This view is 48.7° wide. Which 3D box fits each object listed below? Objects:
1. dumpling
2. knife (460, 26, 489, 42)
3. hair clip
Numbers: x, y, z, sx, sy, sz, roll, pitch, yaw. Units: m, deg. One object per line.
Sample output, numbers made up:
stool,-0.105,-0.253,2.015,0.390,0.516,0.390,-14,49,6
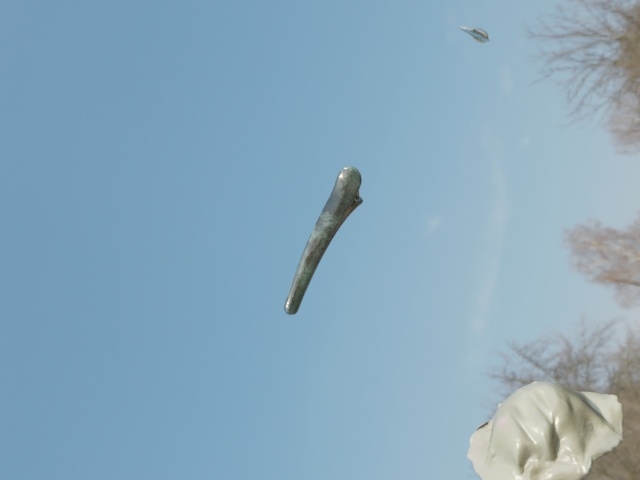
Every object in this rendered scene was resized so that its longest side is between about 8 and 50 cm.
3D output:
dumpling,0.258,0.227,0.806,0.127,0.188,0.108,-86,-27,-70
knife,0.225,-0.300,1.027,0.017,0.047,0.298,-58,0,22
hair clip,0.000,0.000,0.973,0.229,0.039,0.070,-60,-21,-30
